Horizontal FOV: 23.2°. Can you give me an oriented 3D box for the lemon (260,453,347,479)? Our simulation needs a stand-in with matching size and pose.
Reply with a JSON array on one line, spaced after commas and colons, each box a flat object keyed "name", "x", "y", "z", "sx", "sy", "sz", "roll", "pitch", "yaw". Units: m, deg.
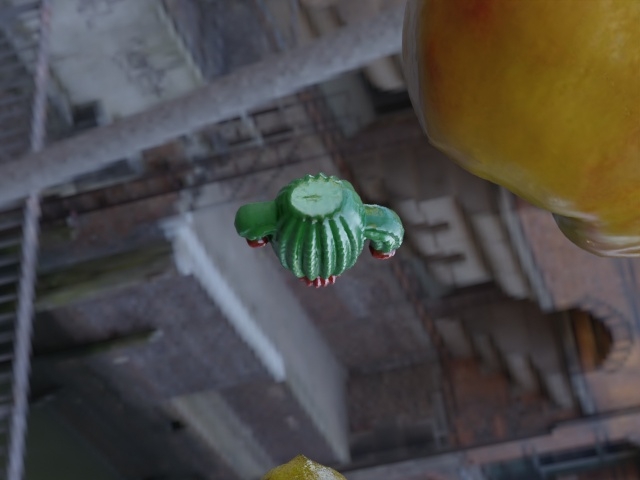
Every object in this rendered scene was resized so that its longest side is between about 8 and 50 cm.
[{"name": "lemon", "x": -0.012, "y": 0.271, "z": 1.493, "sx": 0.109, "sy": 0.109, "sz": 0.133, "roll": 36, "pitch": 35, "yaw": -70}]

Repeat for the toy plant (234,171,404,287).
[{"name": "toy plant", "x": 0.010, "y": -0.005, "z": 1.634, "sx": 0.240, "sy": 0.155, "sz": 0.088, "roll": 35, "pitch": 46, "yaw": -59}]

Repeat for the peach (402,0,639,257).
[{"name": "peach", "x": 0.211, "y": -0.155, "z": 1.023, "sx": 0.289, "sy": 0.308, "sz": 0.289, "roll": 35, "pitch": 8, "yaw": -6}]
